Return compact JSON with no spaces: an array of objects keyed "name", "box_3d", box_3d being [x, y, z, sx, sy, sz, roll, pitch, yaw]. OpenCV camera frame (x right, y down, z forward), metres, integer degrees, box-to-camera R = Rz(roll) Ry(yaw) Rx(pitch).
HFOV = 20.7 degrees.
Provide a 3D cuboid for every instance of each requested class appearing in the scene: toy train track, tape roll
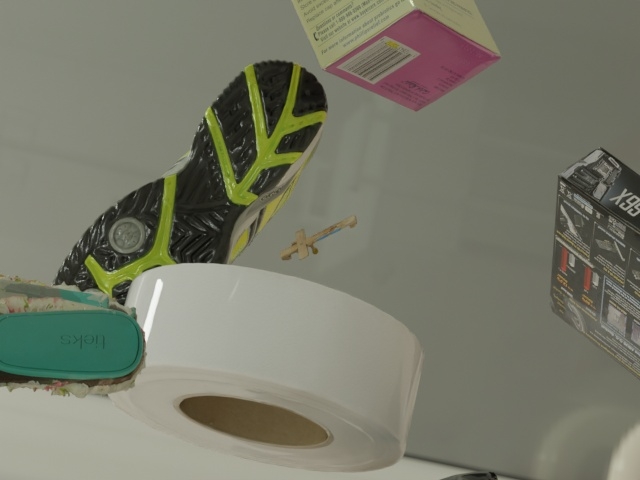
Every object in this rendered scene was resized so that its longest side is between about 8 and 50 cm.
[{"name":"toy train track","box_3d":[0.000,0.000,1.708,0.014,0.083,0.048,56,-167,-32]},{"name":"tape roll","box_3d":[-0.052,0.122,1.605,0.286,0.286,0.100,121,163,-68]}]

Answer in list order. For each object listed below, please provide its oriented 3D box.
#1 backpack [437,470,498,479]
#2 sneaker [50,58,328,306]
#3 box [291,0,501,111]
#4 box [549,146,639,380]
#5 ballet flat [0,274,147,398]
[{"name":"backpack","box_3d":[0.060,0.411,1.460,0.290,0.273,0.356,-25,86,40]},{"name":"sneaker","box_3d":[-0.126,-0.013,1.840,0.384,0.145,0.147,-45,-14,-6]},{"name":"box","box_3d":[0.051,-0.280,1.801,0.213,0.117,0.243,15,-132,-61]},{"name":"box","box_3d":[0.406,0.069,2.069,0.307,0.076,0.242,40,150,34]},{"name":"ballet flat","box_3d":[-0.226,0.059,1.098,0.077,0.241,0.091,-18,61,58]}]
